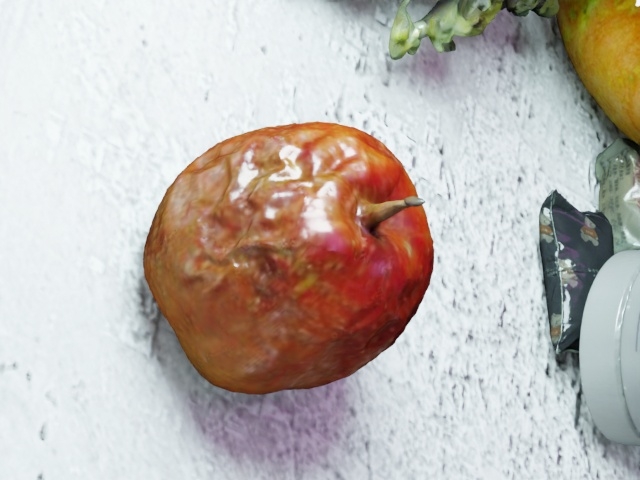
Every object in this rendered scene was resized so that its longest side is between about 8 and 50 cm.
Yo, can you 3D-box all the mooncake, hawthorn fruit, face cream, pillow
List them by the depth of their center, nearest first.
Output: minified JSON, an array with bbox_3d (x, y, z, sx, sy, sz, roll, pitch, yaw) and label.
[{"bbox_3d":[0.000,0.000,1.410,0.207,0.243,0.207,16,63,-34],"label":"hawthorn fruit"},{"bbox_3d":[0.331,0.094,1.695,0.177,0.153,0.177,2,88,-53],"label":"face cream"},{"bbox_3d":[0.229,0.035,1.738,0.090,0.048,0.150,8,71,-32],"label":"pillow"},{"bbox_3d":[0.318,-0.024,1.828,0.130,0.073,0.125,23,56,-36],"label":"mooncake"}]

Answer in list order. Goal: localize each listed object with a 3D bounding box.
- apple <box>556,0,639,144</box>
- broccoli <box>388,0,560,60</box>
[{"bbox_3d":[0.390,-0.231,1.805,0.339,0.339,0.339,18,60,-36],"label":"apple"},{"bbox_3d":[0.103,-0.322,1.663,0.334,0.324,0.272,23,14,-24],"label":"broccoli"}]
